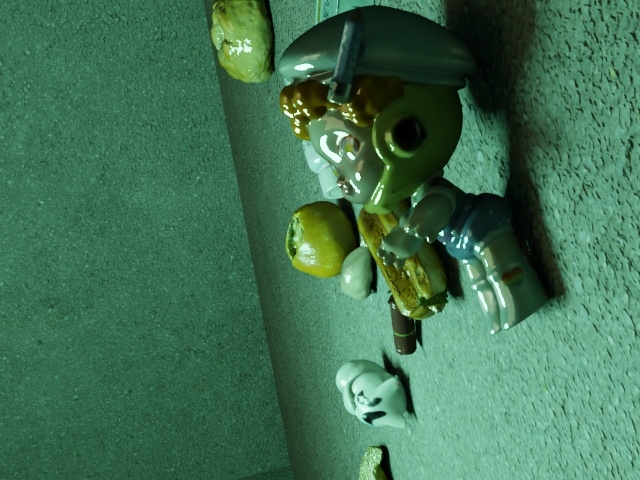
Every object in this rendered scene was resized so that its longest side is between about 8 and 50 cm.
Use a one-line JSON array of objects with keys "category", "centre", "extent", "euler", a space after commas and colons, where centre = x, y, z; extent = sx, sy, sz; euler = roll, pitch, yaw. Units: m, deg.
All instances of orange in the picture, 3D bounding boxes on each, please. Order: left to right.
[{"category": "orange", "centre": [0.000, 0.000, 1.729], "extent": [0.155, 0.134, 0.154], "euler": [159, 90, -79]}]

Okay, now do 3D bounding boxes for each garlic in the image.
[{"category": "garlic", "centre": [0.064, 0.060, 1.634], "extent": [0.152, 0.066, 0.084], "euler": [92, 164, -62]}]

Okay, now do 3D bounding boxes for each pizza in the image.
[{"category": "pizza", "centre": [0.121, 0.547, 1.946], "extent": [0.204, 0.081, 0.188], "euler": [79, -161, -79]}]

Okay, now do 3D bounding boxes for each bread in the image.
[{"category": "bread", "centre": [-0.191, -0.496, 2.142], "extent": [0.244, 0.134, 0.244], "euler": [170, 90, -80]}]

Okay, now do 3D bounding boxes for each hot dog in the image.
[{"category": "hot dog", "centre": [0.125, 0.018, 1.262], "extent": [0.250, 0.076, 0.104], "euler": [-119, 38, -46]}]

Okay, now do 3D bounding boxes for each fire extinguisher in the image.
[{"category": "fire extinguisher", "centre": [0.131, 0.122, 1.400], "extent": [0.039, 0.056, 0.132], "euler": [27, 138, 42]}]

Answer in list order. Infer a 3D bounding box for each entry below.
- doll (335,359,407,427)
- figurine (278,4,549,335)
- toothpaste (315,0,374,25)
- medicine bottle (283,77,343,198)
[{"category": "doll", "centre": [0.095, 0.284, 1.635], "extent": [0.181, 0.107, 0.110], "euler": [-150, 40, -77]}, {"category": "figurine", "centre": [0.114, -0.080, 0.963], "extent": [0.381, 0.205, 0.224], "euler": [59, 169, -9]}, {"category": "toothpaste", "centre": [0.036, -0.339, 1.304], "extent": [0.313, 0.071, 0.089], "euler": [95, 155, -59]}, {"category": "medicine bottle", "centre": [0.005, -0.204, 1.557], "extent": [0.095, 0.095, 0.260], "euler": [109, 145, -71]}]
